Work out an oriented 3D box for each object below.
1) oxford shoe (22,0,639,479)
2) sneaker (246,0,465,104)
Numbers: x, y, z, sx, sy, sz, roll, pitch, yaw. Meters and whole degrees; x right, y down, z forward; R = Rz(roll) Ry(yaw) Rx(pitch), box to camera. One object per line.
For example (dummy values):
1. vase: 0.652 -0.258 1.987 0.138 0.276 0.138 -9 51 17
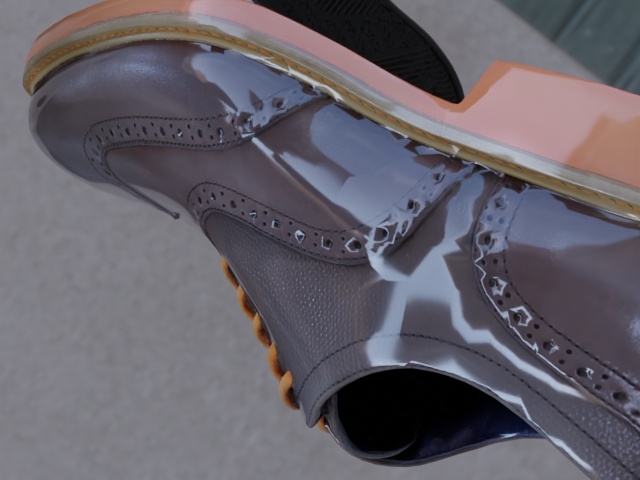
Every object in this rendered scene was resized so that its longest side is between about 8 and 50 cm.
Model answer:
1. oxford shoe: 0.000 0.000 0.649 0.364 0.130 0.132 16 81 45
2. sneaker: -0.022 -0.186 1.323 0.124 0.295 0.178 -39 20 -16
